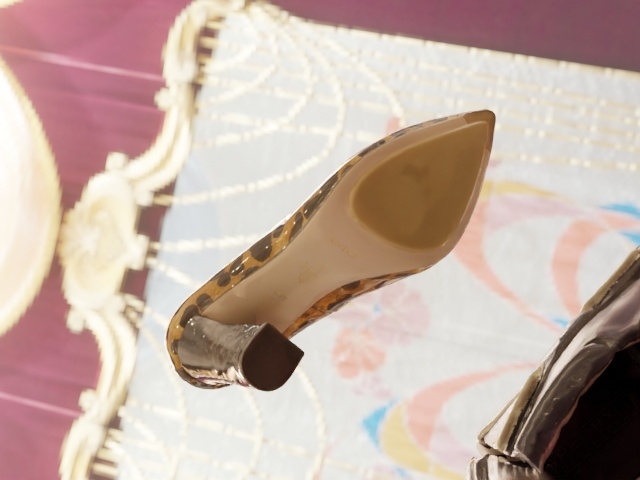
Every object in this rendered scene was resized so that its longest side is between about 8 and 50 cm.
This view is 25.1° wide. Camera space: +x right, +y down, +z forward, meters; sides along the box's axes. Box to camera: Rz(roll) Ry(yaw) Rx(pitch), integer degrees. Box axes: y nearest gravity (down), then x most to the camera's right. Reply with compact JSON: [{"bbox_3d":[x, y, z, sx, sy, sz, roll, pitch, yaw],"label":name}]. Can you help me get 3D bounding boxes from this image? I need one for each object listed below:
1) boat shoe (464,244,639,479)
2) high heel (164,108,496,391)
[{"bbox_3d":[0.229,0.043,0.807,0.340,0.127,0.158,-47,-5,-8],"label":"boat shoe"},{"bbox_3d":[0.000,0.000,0.999,0.261,0.186,0.093,-45,-74,-18],"label":"high heel"}]
